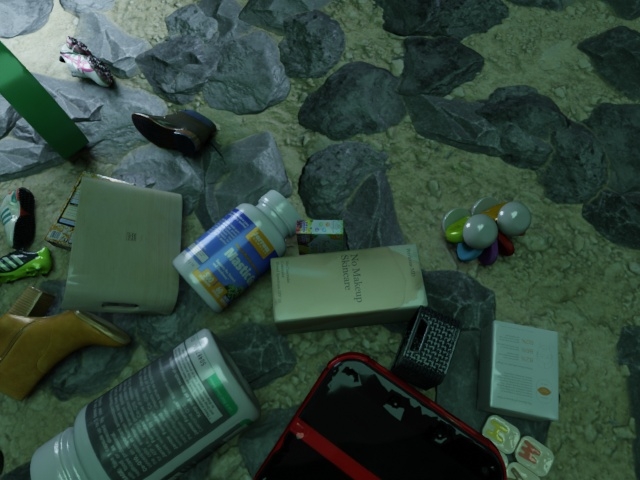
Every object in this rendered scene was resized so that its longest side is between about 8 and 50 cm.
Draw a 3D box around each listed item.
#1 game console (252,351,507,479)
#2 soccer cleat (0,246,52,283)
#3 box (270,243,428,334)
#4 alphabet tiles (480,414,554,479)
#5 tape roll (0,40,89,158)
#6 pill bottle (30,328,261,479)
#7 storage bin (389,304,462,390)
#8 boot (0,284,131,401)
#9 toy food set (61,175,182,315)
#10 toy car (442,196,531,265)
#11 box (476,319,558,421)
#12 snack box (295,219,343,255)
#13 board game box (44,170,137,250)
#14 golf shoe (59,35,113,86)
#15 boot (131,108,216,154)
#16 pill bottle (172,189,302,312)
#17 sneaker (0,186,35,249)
[{"bbox_3d":[0.109,0.438,0.858,0.386,0.060,0.342,33,85,12],"label":"game console"},{"bbox_3d":[-0.714,0.057,1.068,0.178,0.060,0.073,-9,59,-9],"label":"soccer cleat"},{"bbox_3d":[0.056,0.106,0.989,0.310,0.121,0.148,-7,67,-1],"label":"box"},{"bbox_3d":[0.323,0.490,0.878,0.277,0.021,0.284,32,72,14],"label":"alphabet tiles"},{"bbox_3d":[-0.690,-0.339,1.085,0.321,0.321,0.077,42,74,17],"label":"tape roll"},{"bbox_3d":[-0.310,0.344,0.855,0.360,0.204,0.204,-33,70,-12],"label":"pill bottle"},{"bbox_3d":[0.203,0.214,0.909,0.084,0.180,0.122,23,70,9],"label":"storage bin"},{"bbox_3d":[-0.563,0.238,0.971,0.294,0.104,0.211,20,75,14],"label":"boot"},{"bbox_3d":[-0.433,0.009,1.033,0.219,0.092,0.307,10,61,-31],"label":"toy food set"},{"bbox_3d":[0.372,-0.014,1.035,0.181,0.159,0.137,-20,105,-7],"label":"toy car"},{"bbox_3d":[0.395,0.263,0.932,0.129,0.091,0.171,11,68,5],"label":"box"},{"bbox_3d":[0.000,0.000,1.024,0.100,0.141,0.037,-1,66,1],"label":"snack box"},{"bbox_3d":[-0.544,-0.062,1.115,0.146,0.045,0.194,15,69,8],"label":"board game box"},{"bbox_3d":[-0.652,-0.479,1.290,0.186,0.067,0.086,44,106,12],"label":"golf shoe"},{"bbox_3d":[-0.380,-0.296,1.208,0.219,0.082,0.106,25,48,16],"label":"boot"},{"bbox_3d":[-0.172,0.015,1.016,0.272,0.152,0.152,-42,73,-14],"label":"pill bottle"},{"bbox_3d":[-0.739,-0.047,1.116,0.075,0.057,0.162,-16,68,13],"label":"sneaker"}]
